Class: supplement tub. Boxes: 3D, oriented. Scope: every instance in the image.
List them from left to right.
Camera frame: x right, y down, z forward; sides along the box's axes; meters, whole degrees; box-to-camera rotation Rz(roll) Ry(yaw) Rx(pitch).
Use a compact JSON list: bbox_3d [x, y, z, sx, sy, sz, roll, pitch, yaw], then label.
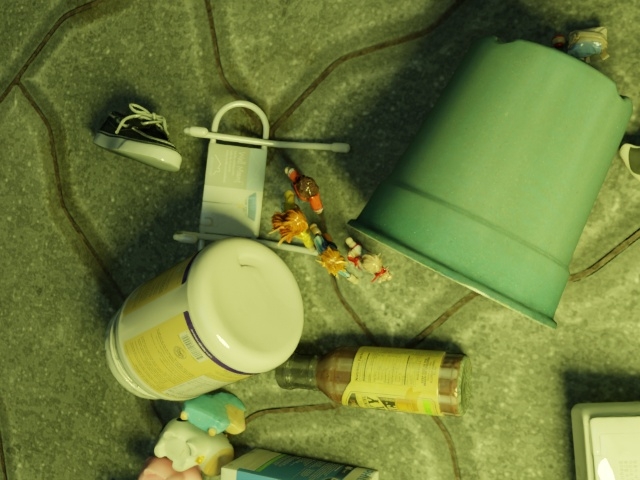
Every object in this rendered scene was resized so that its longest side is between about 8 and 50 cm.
[{"bbox_3d":[-0.219,0.155,1.214,0.331,0.241,0.240,-27,79,39],"label":"supplement tub"}]

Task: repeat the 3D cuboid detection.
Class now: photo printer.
[{"bbox_3d":[0.526,0.353,0.941,0.308,0.107,0.255,-4,85,4],"label":"photo printer"}]

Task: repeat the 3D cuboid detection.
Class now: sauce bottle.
[{"bbox_3d":[0.087,0.241,1.175,0.345,0.111,0.111,0,90,26],"label":"sauce bottle"}]

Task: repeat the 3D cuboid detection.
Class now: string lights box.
[{"bbox_3d":[-0.038,0.451,1.216,0.260,0.133,0.076,3,91,25],"label":"string lights box"}]

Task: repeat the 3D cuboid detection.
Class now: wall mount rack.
[{"bbox_3d":[-0.114,-0.089,1.261,0.305,0.130,0.349,6,94,-8],"label":"wall mount rack"}]

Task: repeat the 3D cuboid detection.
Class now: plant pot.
[{"bbox_3d":[0.264,-0.094,0.993,0.341,0.341,0.334,27,93,22],"label":"plant pot"}]

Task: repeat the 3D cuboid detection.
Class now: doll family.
[{"bbox_3d":[0.000,0.000,1.136,0.118,0.163,0.263,-42,96,-1],"label":"doll family"}]

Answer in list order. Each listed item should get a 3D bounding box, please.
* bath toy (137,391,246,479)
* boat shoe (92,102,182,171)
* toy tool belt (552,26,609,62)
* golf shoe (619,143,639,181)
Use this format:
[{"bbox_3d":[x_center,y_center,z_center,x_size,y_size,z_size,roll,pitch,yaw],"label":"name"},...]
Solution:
[{"bbox_3d":[-0.283,0.457,1.333,0.151,0.129,0.348,36,105,0],"label":"bath toy"},{"bbox_3d":[-0.359,-0.212,1.343,0.306,0.113,0.104,20,87,54],"label":"boat shoe"},{"bbox_3d":[0.412,-0.305,1.058,0.083,0.052,0.051,-4,80,25],"label":"toy tool belt"},{"bbox_3d":[0.566,-0.184,0.964,0.273,0.105,0.120,-48,65,16],"label":"golf shoe"}]
